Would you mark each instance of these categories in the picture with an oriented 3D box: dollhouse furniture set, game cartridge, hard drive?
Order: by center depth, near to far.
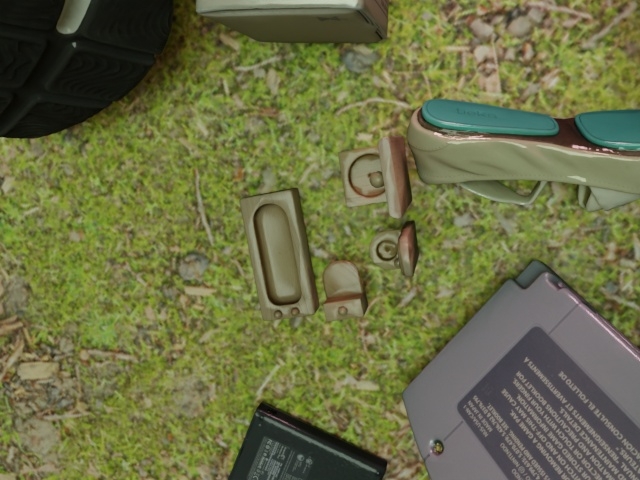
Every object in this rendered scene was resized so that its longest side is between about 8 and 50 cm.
[{"bbox_3d":[0.190,0.176,0.459,0.198,0.062,0.297,-53,44,18],"label":"game cartridge"},{"bbox_3d":[0.000,0.000,0.517,0.151,0.123,0.144,-9,97,13],"label":"dollhouse furniture set"},{"bbox_3d":[-0.015,0.227,0.609,0.135,0.022,0.094,24,103,7],"label":"hard drive"}]

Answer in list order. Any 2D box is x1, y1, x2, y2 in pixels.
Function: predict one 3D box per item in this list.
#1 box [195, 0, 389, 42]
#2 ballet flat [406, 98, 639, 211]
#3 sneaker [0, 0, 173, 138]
[{"bbox_3d":[-0.010,-0.313,0.458,0.121,0.148,0.312,4,99,12],"label":"box"},{"bbox_3d":[0.192,-0.064,0.500,0.248,0.086,0.086,7,101,12],"label":"ballet flat"},{"bbox_3d":[-0.196,-0.280,0.449,0.447,0.169,0.258,-39,60,44],"label":"sneaker"}]
